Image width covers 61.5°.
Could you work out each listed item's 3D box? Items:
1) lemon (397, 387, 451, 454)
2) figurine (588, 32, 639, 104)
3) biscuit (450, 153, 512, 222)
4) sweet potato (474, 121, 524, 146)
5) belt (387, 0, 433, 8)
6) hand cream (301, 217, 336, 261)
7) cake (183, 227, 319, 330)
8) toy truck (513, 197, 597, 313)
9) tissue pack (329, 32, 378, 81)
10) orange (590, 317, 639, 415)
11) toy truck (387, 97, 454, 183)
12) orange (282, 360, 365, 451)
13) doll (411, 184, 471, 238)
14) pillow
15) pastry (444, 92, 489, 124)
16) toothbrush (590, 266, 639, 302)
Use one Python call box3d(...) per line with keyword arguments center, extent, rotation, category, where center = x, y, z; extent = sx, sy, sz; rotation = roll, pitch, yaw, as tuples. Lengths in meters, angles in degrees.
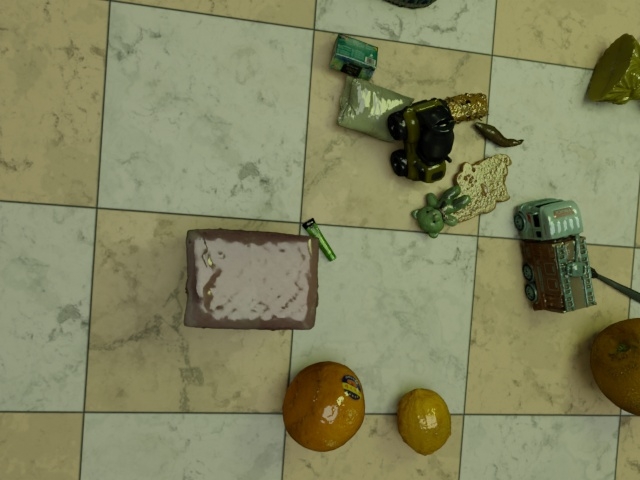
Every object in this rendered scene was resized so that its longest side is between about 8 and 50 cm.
box3d(center=(0.271, 0.476, 1.409), extent=(0.142, 0.142, 0.187), rotation=(-7, 98, -10), category="lemon")
box3d(center=(0.931, -0.415, 1.487), extent=(0.315, 0.168, 0.187), rotation=(21, 61, -9), category="figurine")
box3d(center=(0.428, -0.139, 1.470), extent=(0.250, 0.035, 0.162), rotation=(-45, 92, -7), category="biscuit")
box3d(center=(0.486, -0.285, 1.476), extent=(0.153, 0.038, 0.041), rotation=(20, 111, -13), category="sweet potato")
box3d(center=(0.208, -0.722, 1.344), extent=(0.295, 0.160, 0.207), rotation=(23, 88, -11), category="belt")
box3d(center=(0.000, 0.000, 1.399), extent=(0.036, 0.023, 0.122), rotation=(-35, 97, -7), category="hand cream")
box3d(center=(-0.162, 0.089, 1.264), extent=(0.309, 0.237, 0.230), rotation=(5, 91, -12), category="cake")
box3d(center=(0.637, 0.039, 1.451), extent=(0.136, 0.162, 0.305), rotation=(-12, 94, -10), category="toy truck")
box3d(center=(0.082, -0.460, 1.377), extent=(0.111, 0.079, 0.085), rotation=(15, 57, -11), category="tissue pack")
box3d(center=(0.873, 0.340, 1.452), extent=(0.274, 0.274, 0.274), rotation=(0, 92, -11), category="orange")
box3d(center=(0.268, -0.235, 1.342), extent=(0.147, 0.165, 0.224), rotation=(-19, 133, -13), category="toy truck")
box3d(center=(0.010, 0.404, 1.316), extent=(0.193, 0.219, 0.219), rotation=(41, 84, -30), category="orange")
box3d(center=(0.320, -0.084, 1.423), extent=(0.150, 0.077, 0.115), rotation=(-42, 75, 3), category="doll")
box3d(center=(0.140, -0.336, 1.389), extent=(0.181, 0.078, 0.134), rotation=(14, 94, -17), category="pillow")
box3d(center=(0.380, -0.354, 1.444), extent=(0.140, 0.056, 0.080), rotation=(-6, 89, -13), category="pastry")
box3d(center=(0.887, 0.145, 1.572), extent=(0.297, 0.030, 0.030), rotation=(25, 113, -12), category="toothbrush")
